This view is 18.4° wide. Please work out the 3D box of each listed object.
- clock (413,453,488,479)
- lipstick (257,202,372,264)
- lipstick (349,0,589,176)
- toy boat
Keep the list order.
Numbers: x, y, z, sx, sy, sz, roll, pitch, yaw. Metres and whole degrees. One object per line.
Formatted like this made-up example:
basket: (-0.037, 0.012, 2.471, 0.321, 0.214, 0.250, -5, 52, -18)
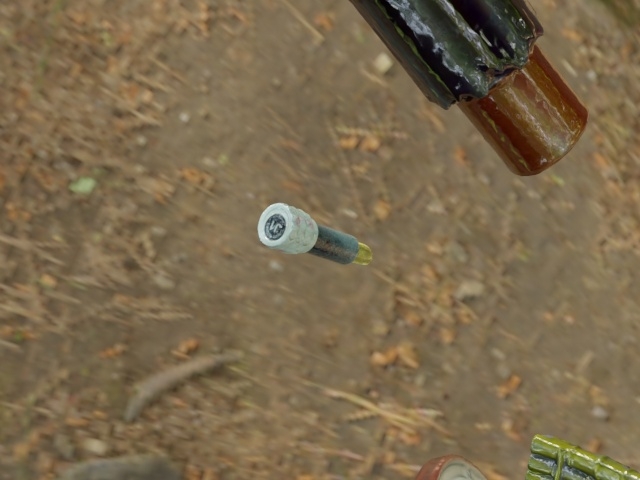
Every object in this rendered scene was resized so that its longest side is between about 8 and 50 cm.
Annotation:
clock: (0.144, 0.321, 1.548, 0.080, 0.318, 0.318, -18, 73, 19)
lipstick: (0.000, 0.000, 1.531, 0.037, 0.116, 0.037, -11, 72, 35)
lipstick: (0.023, -0.148, 0.887, 0.081, 0.081, 0.299, -38, 111, 9)
toy boat: (0.184, 0.173, 1.292, 0.115, 0.016, 0.063, 19, 112, 36)
